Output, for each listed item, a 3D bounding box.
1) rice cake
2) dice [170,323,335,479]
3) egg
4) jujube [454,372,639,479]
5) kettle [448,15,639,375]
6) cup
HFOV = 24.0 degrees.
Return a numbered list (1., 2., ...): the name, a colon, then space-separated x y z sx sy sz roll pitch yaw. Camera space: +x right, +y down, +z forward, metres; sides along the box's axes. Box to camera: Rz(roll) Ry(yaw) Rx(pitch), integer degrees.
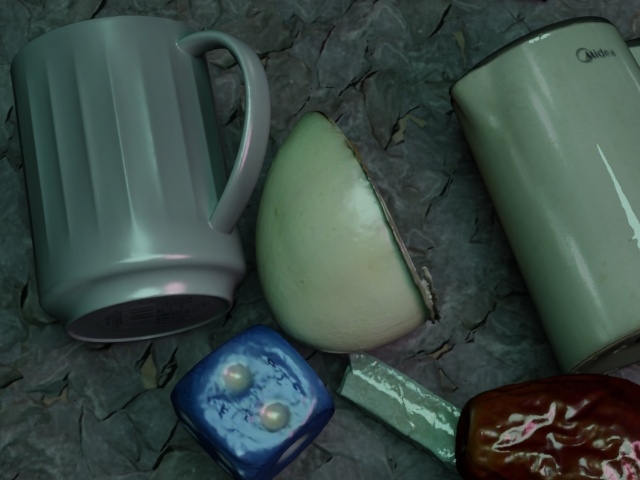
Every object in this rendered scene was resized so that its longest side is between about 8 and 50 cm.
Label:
1. rice cake: 0.110 0.204 1.767 0.206 0.063 0.069 30 81 7
2. dice: -0.077 0.190 1.717 0.143 0.146 0.146 -39 79 -15
3. egg: 0.000 0.000 1.720 0.174 0.264 0.286 -25 78 -4
4. jujube: 0.280 0.237 1.669 0.255 0.190 0.190 10 74 -1
5. kettle: 0.369 -0.064 1.790 0.361 0.250 0.377 -14 72 -29
6. cup: -0.187 -0.076 1.717 0.322 0.237 0.327 -20 71 28
